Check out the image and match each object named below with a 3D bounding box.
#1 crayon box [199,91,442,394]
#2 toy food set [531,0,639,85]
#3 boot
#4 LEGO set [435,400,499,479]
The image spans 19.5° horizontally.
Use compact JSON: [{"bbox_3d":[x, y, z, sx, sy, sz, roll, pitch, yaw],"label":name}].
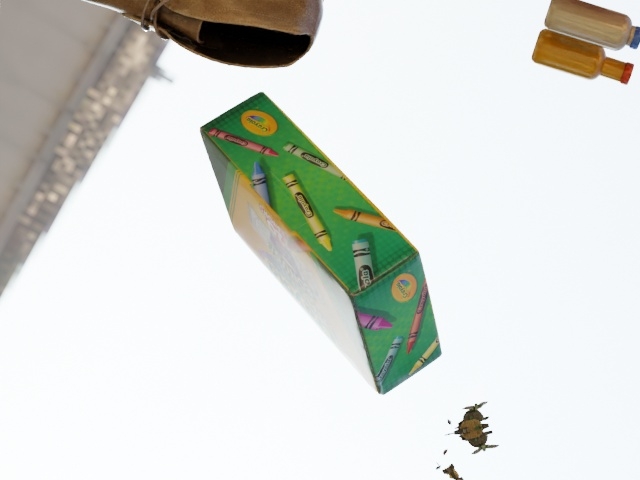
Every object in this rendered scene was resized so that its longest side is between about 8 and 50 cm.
[{"bbox_3d":[0.000,0.000,1.816,0.081,0.165,0.278,-33,-128,-13],"label":"crayon box"},{"bbox_3d":[0.300,-0.277,1.898,0.111,0.104,0.232,-41,149,-84],"label":"toy food set"},{"bbox_3d":[-0.144,-0.233,1.695,0.115,0.305,0.112,-87,-170,-46],"label":"boot"},{"bbox_3d":[0.142,0.193,1.812,0.083,0.054,0.023,-45,172,3],"label":"LEGO set"}]
